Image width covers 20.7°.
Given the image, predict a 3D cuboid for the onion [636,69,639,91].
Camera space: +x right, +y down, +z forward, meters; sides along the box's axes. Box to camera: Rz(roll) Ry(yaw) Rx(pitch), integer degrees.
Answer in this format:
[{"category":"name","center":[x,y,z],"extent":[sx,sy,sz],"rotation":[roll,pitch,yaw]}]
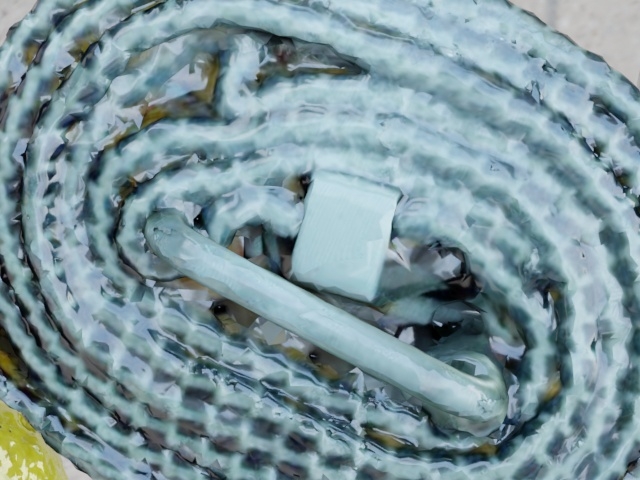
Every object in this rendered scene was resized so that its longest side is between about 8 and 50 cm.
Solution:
[{"category":"onion","center":[0.264,-0.003,0.896],"extent":[0.285,0.347,0.347],"rotation":[-28,94,-10]}]

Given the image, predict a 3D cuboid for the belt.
[{"category":"belt","center":[0.000,0.000,0.604],"extent":[0.295,0.160,0.207],"rotation":[32,99,3]}]

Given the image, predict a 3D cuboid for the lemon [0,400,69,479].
[{"category":"lemon","center":[-0.407,0.288,1.798],"extent":[0.322,0.268,0.268],"rotation":[-38,100,-6]}]
